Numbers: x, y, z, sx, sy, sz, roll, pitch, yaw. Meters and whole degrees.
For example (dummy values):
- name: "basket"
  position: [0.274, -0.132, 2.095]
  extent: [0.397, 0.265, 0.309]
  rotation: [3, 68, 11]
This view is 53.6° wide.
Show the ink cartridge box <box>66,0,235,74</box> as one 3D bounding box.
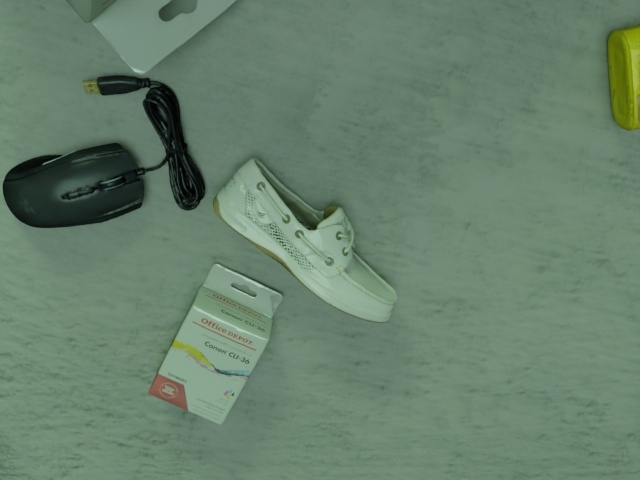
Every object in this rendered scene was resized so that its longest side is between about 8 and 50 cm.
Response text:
- name: "ink cartridge box"
  position: [-0.217, -0.365, 0.610]
  extent: [0.207, 0.119, 0.353]
  rotation: [-44, 107, -13]

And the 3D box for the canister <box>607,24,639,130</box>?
- name: "canister"
  position: [0.432, -0.203, 0.735]
  extent: [0.170, 0.073, 0.126]
  rotation: [-12, 111, 7]

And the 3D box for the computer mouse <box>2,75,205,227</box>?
- name: "computer mouse"
  position: [-0.287, -0.103, 0.784]
  extent: [0.262, 0.060, 0.184]
  rotation: [-7, 112, 3]

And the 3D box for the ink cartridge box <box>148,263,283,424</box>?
- name: "ink cartridge box"
  position: [-0.143, 0.144, 0.877]
  extent: [0.115, 0.067, 0.198]
  rotation: [25, 109, -9]

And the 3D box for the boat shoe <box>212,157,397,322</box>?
- name: "boat shoe"
  position: [0.000, 0.000, 0.803]
  extent: [0.277, 0.098, 0.096]
  rotation: [36, 108, -11]
